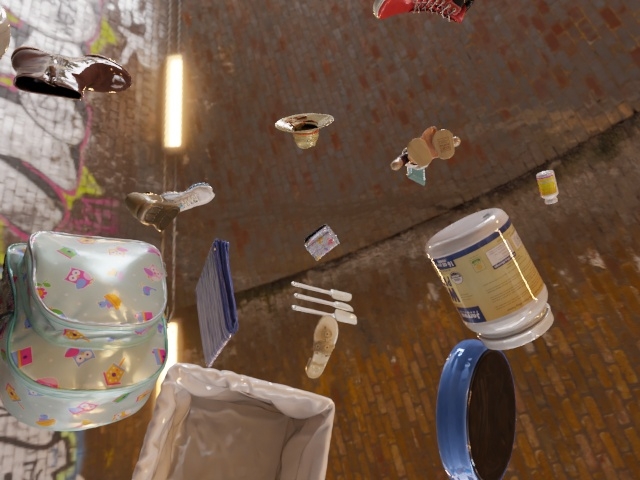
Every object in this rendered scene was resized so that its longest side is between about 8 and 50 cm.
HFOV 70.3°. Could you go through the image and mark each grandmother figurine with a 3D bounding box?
[{"bbox_3d":[0.301,-0.261,1.324,0.342,0.207,0.104,-78,158,-83],"label":"grandmother figurine"}]

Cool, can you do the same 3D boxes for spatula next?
[{"bbox_3d":[0.011,0.220,1.626,0.168,0.241,0.019,-94,-156,-52],"label":"spatula"}]

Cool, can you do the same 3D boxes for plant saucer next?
[{"bbox_3d":[0.327,-0.260,1.549,0.018,0.067,0.192,-56,-165,41],"label":"plant saucer"}]

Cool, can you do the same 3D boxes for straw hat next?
[{"bbox_3d":[-0.035,-0.251,1.069,0.144,0.144,0.061,33,-42,48],"label":"straw hat"}]

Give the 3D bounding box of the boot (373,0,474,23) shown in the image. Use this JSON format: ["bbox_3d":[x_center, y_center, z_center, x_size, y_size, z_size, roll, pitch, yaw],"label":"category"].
[{"bbox_3d":[0.275,-0.614,1.186,0.244,0.088,0.176,-32,-103,-8],"label":"boot"}]

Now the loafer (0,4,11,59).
[{"bbox_3d":[-0.409,-0.200,0.369,0.112,0.319,0.112,-68,179,-51],"label":"loafer"}]

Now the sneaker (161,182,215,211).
[{"bbox_3d":[-0.420,-0.120,1.416,0.190,0.071,0.083,-15,-148,8],"label":"sneaker"}]

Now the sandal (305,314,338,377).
[{"bbox_3d":[0.014,0.379,1.548,0.079,0.088,0.240,-126,-129,-66],"label":"sandal"}]

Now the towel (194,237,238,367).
[{"bbox_3d":[-0.271,0.171,1.175,0.336,0.040,0.243,128,-47,-54],"label":"towel"}]

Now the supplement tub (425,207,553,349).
[{"bbox_3d":[0.441,0.099,1.187,0.228,0.228,0.316,-27,-86,43],"label":"supplement tub"}]

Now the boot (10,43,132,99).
[{"bbox_3d":[-0.532,-0.347,0.998,0.207,0.248,0.090,54,-52,41],"label":"boot"}]

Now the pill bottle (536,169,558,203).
[{"bbox_3d":[0.601,-0.140,1.199,0.043,0.043,0.083,-6,-72,48],"label":"pill bottle"}]

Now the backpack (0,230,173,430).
[{"bbox_3d":[-0.241,0.089,0.472,0.144,0.165,0.188,-45,-129,34],"label":"backpack"}]

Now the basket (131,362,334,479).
[{"bbox_3d":[-0.181,0.436,0.888,0.266,0.328,0.332,135,-31,-67],"label":"basket"}]

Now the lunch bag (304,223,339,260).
[{"bbox_3d":[0.000,0.000,1.065,0.071,0.053,0.083,-37,-165,7],"label":"lunch bag"}]

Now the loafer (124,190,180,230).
[{"bbox_3d":[-0.275,-0.053,0.749,0.056,0.050,0.148,-49,179,-7],"label":"loafer"}]

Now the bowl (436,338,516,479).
[{"bbox_3d":[0.441,0.471,1.244,0.077,0.391,0.392,-6,-103,41],"label":"bowl"}]
